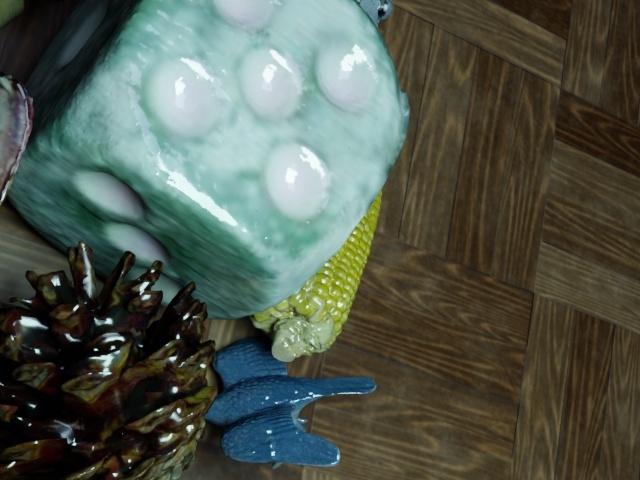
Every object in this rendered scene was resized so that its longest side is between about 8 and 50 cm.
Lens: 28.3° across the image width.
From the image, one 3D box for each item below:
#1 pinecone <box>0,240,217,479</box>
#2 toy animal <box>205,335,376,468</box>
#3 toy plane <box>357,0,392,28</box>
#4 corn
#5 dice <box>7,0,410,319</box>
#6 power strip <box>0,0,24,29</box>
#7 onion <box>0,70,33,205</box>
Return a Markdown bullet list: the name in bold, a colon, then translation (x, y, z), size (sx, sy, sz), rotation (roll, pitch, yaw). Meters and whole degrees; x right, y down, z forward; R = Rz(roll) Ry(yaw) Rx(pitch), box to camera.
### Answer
- **pinecone**: translation (-0.233, 0.150, 1.301), size (0.242, 0.298, 0.295), rotation (1, 79, -26)
- **toy animal**: translation (-0.068, 0.193, 1.488), size (0.255, 0.239, 0.176), rotation (-26, 131, 5)
- **toy plane**: translation (0.041, -0.257, 1.686), size (0.212, 0.088, 0.267), rotation (4, 79, -44)
- **corn**: translation (0.000, 0.000, 1.569), size (0.130, 0.130, 0.347), rotation (36, 49, -22)
- **dice**: translation (-0.129, -0.125, 1.404), size (0.348, 0.328, 0.330), rotation (35, 64, -23)
- **power strip**: translation (-0.476, -0.388, 1.389), size (0.387, 0.066, 0.092), rotation (51, 56, -14)
- **onion**: translation (-0.446, -0.058, 1.279), size (0.314, 0.146, 0.280), rotation (20, 79, 11)
